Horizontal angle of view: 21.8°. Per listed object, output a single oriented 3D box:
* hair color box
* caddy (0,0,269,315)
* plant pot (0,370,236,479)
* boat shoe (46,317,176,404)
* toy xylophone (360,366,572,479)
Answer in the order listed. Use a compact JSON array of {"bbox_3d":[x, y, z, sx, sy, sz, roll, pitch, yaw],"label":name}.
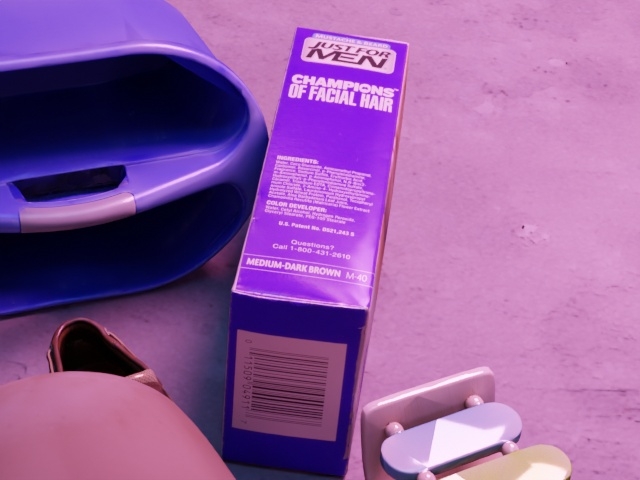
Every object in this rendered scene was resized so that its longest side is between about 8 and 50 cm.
[{"bbox_3d":[0.000,0.000,1.336,0.110,0.185,0.339,7,42,1],"label":"hair color box"},{"bbox_3d":[-0.214,-0.065,1.345,0.341,0.241,0.179,-10,39,-17],"label":"caddy"},{"bbox_3d":[-0.130,0.237,0.952,0.323,0.323,0.280,-6,41,-14],"label":"plant pot"},{"bbox_3d":[-0.139,0.140,1.190,0.095,0.095,0.257,-22,36,-24],"label":"boat shoe"},{"bbox_3d":[0.120,0.238,1.157,0.236,0.081,0.322,-23,48,-28],"label":"toy xylophone"}]
